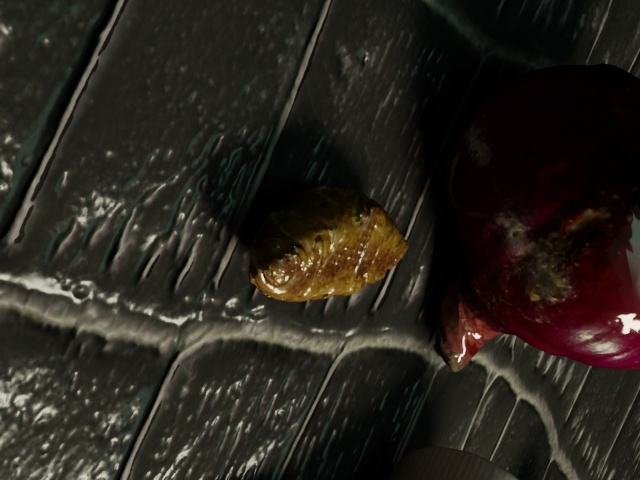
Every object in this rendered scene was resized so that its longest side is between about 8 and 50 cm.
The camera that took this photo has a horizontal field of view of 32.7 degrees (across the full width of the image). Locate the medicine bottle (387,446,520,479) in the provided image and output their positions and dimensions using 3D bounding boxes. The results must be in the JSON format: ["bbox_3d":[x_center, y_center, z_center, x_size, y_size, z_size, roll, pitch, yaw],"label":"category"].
[{"bbox_3d":[0.091,0.417,1.130,0.384,0.224,0.224,-56,145,-41],"label":"medicine bottle"}]

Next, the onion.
[{"bbox_3d":[0.251,0.010,1.163,0.385,0.347,0.348,-44,154,25],"label":"onion"}]

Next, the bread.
[{"bbox_3d":[0.000,0.000,0.970,0.233,0.076,0.105,-9,125,-59],"label":"bread"}]
